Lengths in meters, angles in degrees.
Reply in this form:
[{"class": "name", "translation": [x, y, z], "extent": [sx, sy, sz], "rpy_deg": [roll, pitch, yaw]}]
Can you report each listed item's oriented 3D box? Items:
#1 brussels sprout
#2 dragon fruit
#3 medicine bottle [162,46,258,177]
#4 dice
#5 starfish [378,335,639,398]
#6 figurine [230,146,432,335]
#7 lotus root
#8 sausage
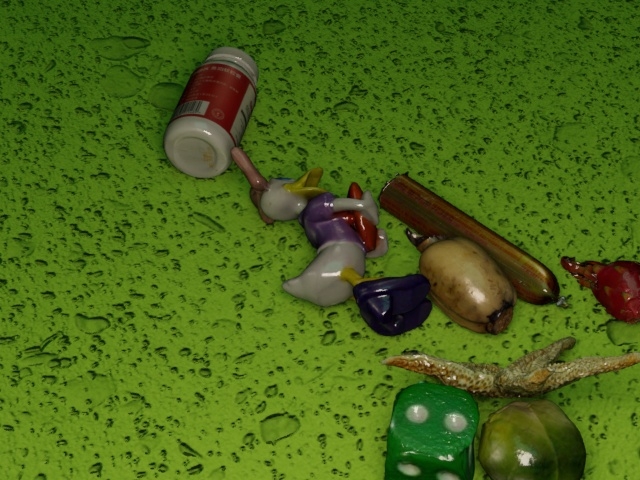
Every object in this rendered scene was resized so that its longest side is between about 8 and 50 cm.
[{"class": "brussels sprout", "translation": [0.282, 0.288, 1.541], "extent": [0.155, 0.117, 0.155], "rpy_deg": [2, 16, 0]}, {"class": "dragon fruit", "translation": [0.458, 0.060, 1.790], "extent": [0.094, 0.094, 0.190], "rpy_deg": [-22, 38, -20]}, {"class": "medicine bottle", "translation": [-0.191, -0.234, 2.045], "extent": [0.131, 0.131, 0.250], "rpy_deg": [9, 46, 9]}, {"class": "dice", "translation": [0.152, 0.278, 1.542], "extent": [0.120, 0.128, 0.131], "rpy_deg": [8, 47, 10]}, {"class": "starfish", "translation": [0.254, 0.182, 1.570], "extent": [0.347, 0.078, 0.358], "rpy_deg": [0, 1, 3]}, {"class": "figurine", "translation": [0.006, 0.001, 1.807], "extent": [0.193, 0.154, 0.420], "rpy_deg": [-28, 54, -6]}, {"class": "lotus root", "translation": [0.215, 0.055, 1.763], "extent": [0.118, 0.125, 0.221], "rpy_deg": [-27, 60, -23]}, {"class": "sausage", "translation": [0.255, 0.007, 1.848], "extent": [0.082, 0.082, 0.372], "rpy_deg": [-35, 56, -30]}]
